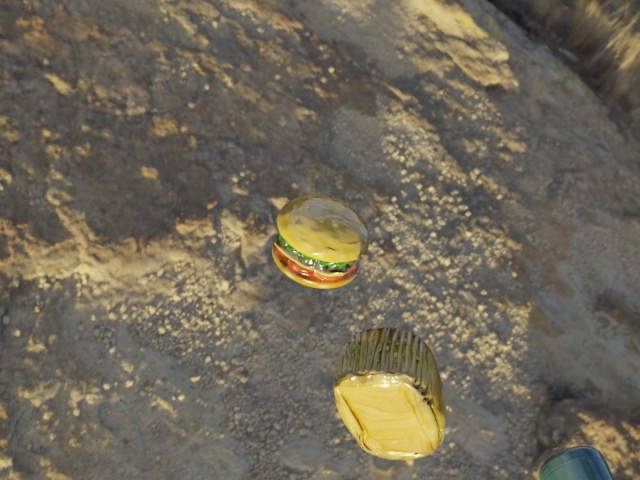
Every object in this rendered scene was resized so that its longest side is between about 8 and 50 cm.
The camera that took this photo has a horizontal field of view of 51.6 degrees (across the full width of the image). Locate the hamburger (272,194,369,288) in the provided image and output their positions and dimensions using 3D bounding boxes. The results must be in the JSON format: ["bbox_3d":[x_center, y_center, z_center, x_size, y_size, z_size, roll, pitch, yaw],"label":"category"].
[{"bbox_3d":[0.000,0.000,1.058,0.162,0.115,0.162,11,38,-9],"label":"hamburger"}]

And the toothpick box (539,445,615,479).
[{"bbox_3d":[0.466,0.462,1.140,0.120,0.120,0.184,16,35,-22],"label":"toothpick box"}]

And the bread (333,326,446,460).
[{"bbox_3d":[0.094,0.198,0.872,0.114,0.132,0.191,-76,151,-52],"label":"bread"}]
